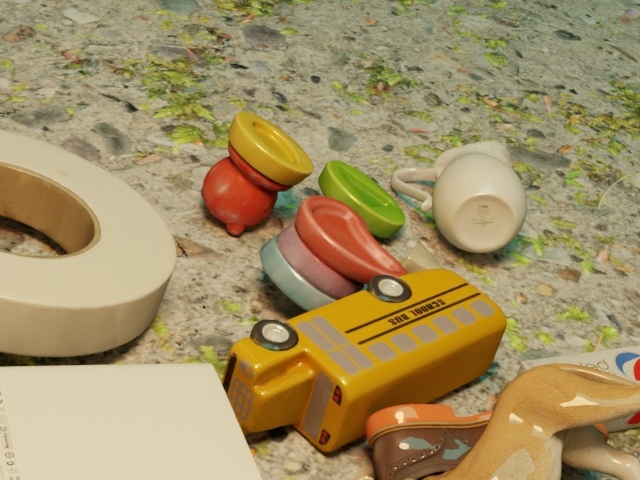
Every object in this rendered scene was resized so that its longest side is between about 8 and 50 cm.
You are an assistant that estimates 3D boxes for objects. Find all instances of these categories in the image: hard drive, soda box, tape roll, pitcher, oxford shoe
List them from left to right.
[{"bbox_3d":[-0.353,-0.012,1.446,0.392,0.072,0.392,20,24,-9],"label":"tape roll"},{"bbox_3d":[-0.221,0.182,1.151,0.308,0.040,0.203,2,31,-23],"label":"hard drive"},{"bbox_3d":[0.187,-0.062,1.773,0.178,0.125,0.207,-7,24,4],"label":"pitcher"},{"bbox_3d":[0.181,0.234,1.372,0.271,0.097,0.098,1,56,-13],"label":"oxford shoe"},{"bbox_3d":[0.329,0.177,1.512,0.216,0.069,0.074,-5,39,-26],"label":"soda box"}]

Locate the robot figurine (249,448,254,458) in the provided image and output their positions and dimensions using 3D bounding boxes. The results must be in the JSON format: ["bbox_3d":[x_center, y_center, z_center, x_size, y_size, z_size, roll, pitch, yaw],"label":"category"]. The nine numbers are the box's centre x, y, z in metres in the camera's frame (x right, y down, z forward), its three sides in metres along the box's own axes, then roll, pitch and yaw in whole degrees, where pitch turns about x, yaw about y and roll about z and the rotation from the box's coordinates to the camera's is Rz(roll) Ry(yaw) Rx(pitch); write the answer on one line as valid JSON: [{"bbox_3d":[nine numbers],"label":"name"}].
[{"bbox_3d":[-0.204,0.244,1.188,0.291,0.085,0.211,7,34,-12],"label":"robot figurine"}]

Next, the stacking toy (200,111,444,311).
[{"bbox_3d":[0.000,0.000,1.651,0.280,0.130,0.309,21,26,-44],"label":"stacking toy"}]

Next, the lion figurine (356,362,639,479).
[{"bbox_3d":[0.186,0.230,1.259,0.240,0.142,0.392,30,52,25],"label":"lion figurine"}]

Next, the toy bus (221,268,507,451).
[{"bbox_3d":[0.047,0.133,1.431,0.333,0.108,0.130,-19,48,-41],"label":"toy bus"}]

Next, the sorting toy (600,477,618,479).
[{"bbox_3d":[0.335,0.278,1.403,0.075,0.044,0.083,8,29,25],"label":"sorting toy"}]
